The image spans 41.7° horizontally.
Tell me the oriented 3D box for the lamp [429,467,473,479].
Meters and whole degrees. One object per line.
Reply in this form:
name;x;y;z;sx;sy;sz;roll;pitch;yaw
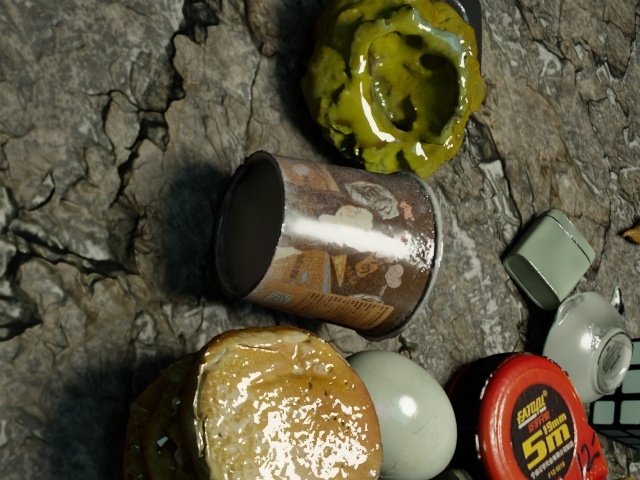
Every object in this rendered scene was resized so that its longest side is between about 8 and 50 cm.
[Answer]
lamp;0.114;0.395;1.019;0.283;0.203;0.124;-36;86;-33

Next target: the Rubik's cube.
Rubik's cube;0.577;0.264;1.435;0.160;0.163;0.162;26;63;-33

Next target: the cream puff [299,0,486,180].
cream puff;0.111;-0.211;1.107;0.281;0.185;0.282;-4;96;-37

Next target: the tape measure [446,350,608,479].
tape measure;0.292;0.289;1.230;0.253;0.114;0.261;-21;92;-39

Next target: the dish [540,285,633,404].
dish;0.450;0.177;1.355;0.246;0.078;0.224;-37;124;-28

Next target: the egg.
egg;0.089;0.225;1.049;0.209;0.151;0.151;41;60;-28

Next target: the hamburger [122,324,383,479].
hamburger;-0.085;0.217;0.872;0.245;0.211;0.261;38;55;-20

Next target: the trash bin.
trash bin;0.372;0.030;1.362;0.116;0.059;0.130;48;56;-2

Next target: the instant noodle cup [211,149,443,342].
instant noodle cup;0.000;0.000;0.989;0.207;0.217;0.218;12;75;-31

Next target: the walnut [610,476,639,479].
walnut;0.474;0.515;1.240;0.251;0.277;0.313;5;83;-18

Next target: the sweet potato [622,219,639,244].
sweet potato;0.638;-0.024;1.603;0.205;0.060;0.068;-14;54;-38

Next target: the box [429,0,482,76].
box;0.175;-0.322;1.283;0.201;0.042;0.213;12;77;-39
